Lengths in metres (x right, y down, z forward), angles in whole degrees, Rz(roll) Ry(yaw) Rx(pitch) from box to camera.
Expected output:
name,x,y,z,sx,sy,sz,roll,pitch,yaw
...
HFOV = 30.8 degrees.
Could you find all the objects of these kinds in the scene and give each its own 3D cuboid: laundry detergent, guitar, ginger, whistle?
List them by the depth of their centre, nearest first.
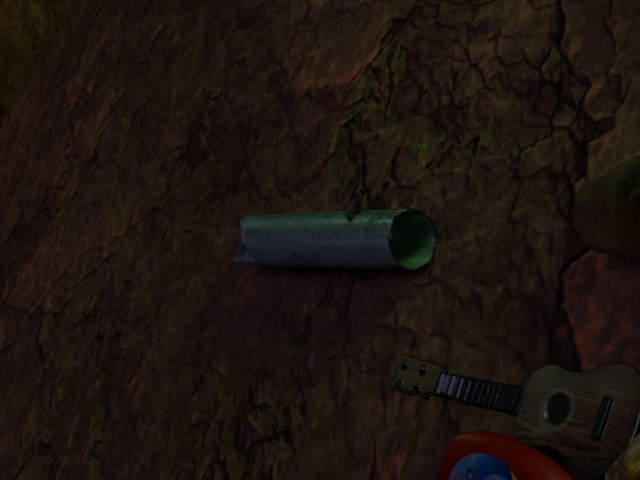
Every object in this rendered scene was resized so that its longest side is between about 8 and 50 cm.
name,x,y,z,sx,sy,sz,roll,pitch,yaw
laundry detergent,0.153,0.198,0.831,0.165,0.049,0.097,15,110,57
ginger,0.249,-0.010,0.844,0.095,0.069,0.190,-50,32,10
guitar,0.149,0.127,0.909,0.271,0.038,0.084,4,69,54
whistle,0.000,0.000,1.209,0.312,0.062,0.062,-1,65,55

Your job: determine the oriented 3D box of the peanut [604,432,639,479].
name,x,y,z,sx,sy,sz,roll,pitch,yaw
peanut,0.263,0.134,0.695,0.206,0.087,0.087,-26,46,42
